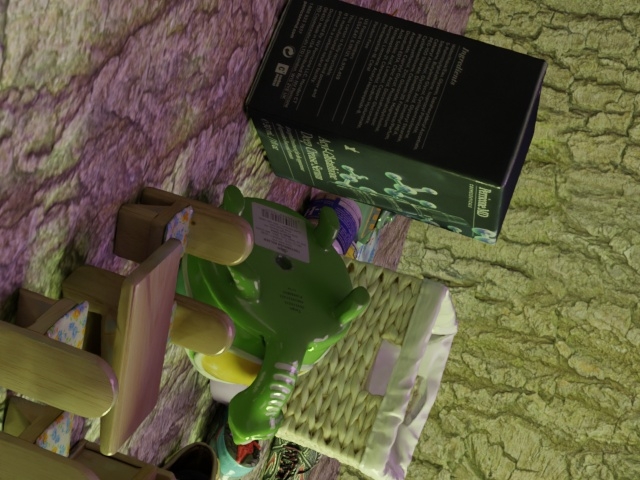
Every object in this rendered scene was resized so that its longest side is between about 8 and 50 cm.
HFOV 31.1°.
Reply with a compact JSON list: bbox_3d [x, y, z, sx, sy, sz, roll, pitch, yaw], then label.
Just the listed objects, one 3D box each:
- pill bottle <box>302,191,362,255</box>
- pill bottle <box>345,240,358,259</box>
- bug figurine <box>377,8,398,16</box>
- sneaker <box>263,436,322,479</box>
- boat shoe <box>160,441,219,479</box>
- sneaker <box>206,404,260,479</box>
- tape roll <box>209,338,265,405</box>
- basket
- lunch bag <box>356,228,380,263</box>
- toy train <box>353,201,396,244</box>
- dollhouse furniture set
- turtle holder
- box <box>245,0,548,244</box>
[{"bbox_3d":[0.000,0.000,2.204,0.187,0.112,0.112,-61,165,-45],"label":"pill bottle"},{"bbox_3d":[0.001,0.073,2.347,0.103,0.103,0.184,92,19,-54],"label":"pill bottle"},{"bbox_3d":[0.089,-0.331,2.220,0.279,0.072,0.216,-60,170,-64],"label":"bug figurine"},{"bbox_3d":[-0.071,0.538,2.693,0.112,0.120,0.299,-50,156,-57],"label":"sneaker"},{"bbox_3d":[-0.227,0.406,1.757,0.324,0.116,0.097,-44,146,-75],"label":"boat shoe"},{"bbox_3d":[-0.173,0.366,2.065,0.125,0.104,0.262,-43,-176,11],"label":"sneaker"},{"bbox_3d":[-0.097,0.169,2.034,0.275,0.090,0.275,19,90,-77],"label":"tape roll"},{"bbox_3d":[0.058,0.217,1.953,0.331,0.266,0.328,60,49,-73],"label":"basket"},{"bbox_3d":[0.067,0.037,2.641,0.176,0.090,0.219,10,98,-80],"label":"lunch bag"},{"bbox_3d":[0.100,-0.121,2.410,0.190,0.142,0.334,-41,159,-47],"label":"toy train"},{"bbox_3d":[-0.179,0.202,1.284,0.362,0.256,0.394,-52,157,-61],"label":"dollhouse furniture set"},{"bbox_3d":[-0.073,0.105,1.566,0.243,0.320,0.227,-7,145,-45],"label":"turtle holder"},{"bbox_3d":[0.121,-0.182,1.769,0.293,0.395,0.212,68,41,-72],"label":"box"}]
